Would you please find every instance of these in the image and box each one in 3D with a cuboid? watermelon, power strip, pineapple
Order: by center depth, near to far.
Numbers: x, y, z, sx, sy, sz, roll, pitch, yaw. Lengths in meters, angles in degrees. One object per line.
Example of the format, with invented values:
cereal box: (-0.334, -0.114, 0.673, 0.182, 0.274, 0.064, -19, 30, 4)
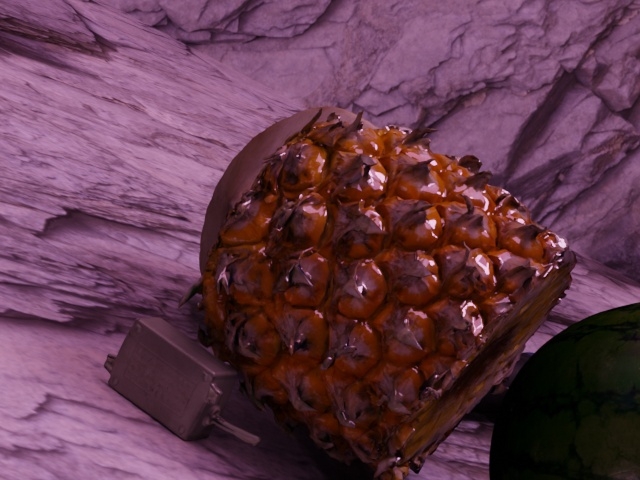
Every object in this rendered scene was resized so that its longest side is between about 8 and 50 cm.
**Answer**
watermelon: (0.333, 0.217, 1.599, 0.363, 0.363, 0.363, 25, 11, -5)
power strip: (-0.122, 0.139, 1.625, 0.175, 0.075, 0.042, 33, 16, 28)
pineapple: (0.051, 0.049, 1.689, 0.300, 0.352, 0.352, 33, 13, 12)

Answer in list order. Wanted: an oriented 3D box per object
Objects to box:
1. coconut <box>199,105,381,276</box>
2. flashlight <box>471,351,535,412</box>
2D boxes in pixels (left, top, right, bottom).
coconut: (0.000, 0.000, 1.995, 0.328, 0.329, 0.329, 25, 11, -5)
flashlight: (0.234, 0.176, 2.186, 0.103, 0.103, 0.424, 35, 15, 38)
